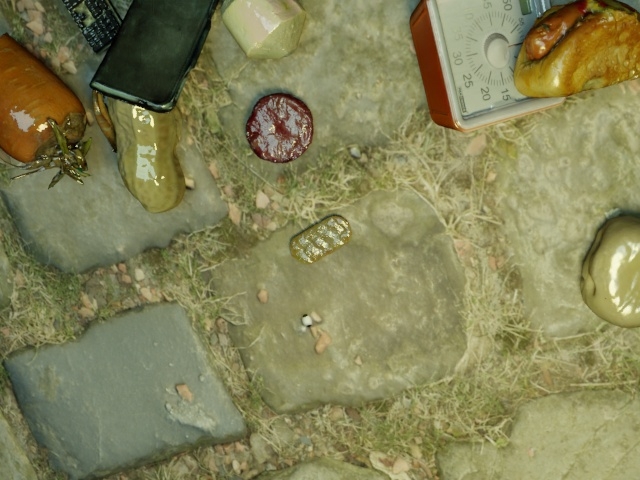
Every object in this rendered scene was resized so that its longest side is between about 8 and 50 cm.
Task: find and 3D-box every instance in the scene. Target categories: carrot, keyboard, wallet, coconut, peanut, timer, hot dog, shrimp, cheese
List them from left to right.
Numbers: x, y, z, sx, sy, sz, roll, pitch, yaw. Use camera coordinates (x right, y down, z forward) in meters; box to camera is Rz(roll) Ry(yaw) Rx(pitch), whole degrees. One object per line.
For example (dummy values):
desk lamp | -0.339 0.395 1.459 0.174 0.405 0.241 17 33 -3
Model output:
carrot | -0.614 -0.265 1.397 0.331 0.214 0.193 43 130 -4
keyboard | -0.528 -0.558 1.406 0.106 0.027 0.316 -31 94 17
shrimp | -0.459 -0.273 1.431 0.034 0.124 0.178 -10 145 1
peanut | -0.364 -0.209 1.397 0.149 0.149 0.313 0 104 12
wallet | -0.316 -0.410 1.318 0.173 0.045 0.317 18 75 2
coconut | -0.105 -0.426 1.292 0.147 0.147 0.152 -37 91 17
timer | 0.314 -0.349 1.218 0.250 0.161 0.257 -16 99 -4
hot dog | 0.459 -0.343 1.148 0.257 0.150 0.153 -16 109 -19
cheese | 0.613 0.058 1.265 0.235 0.117 0.218 -36 92 13

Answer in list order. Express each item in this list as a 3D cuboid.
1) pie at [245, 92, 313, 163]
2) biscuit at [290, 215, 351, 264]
pie | -0.086 -0.235 1.383 0.155 0.036 0.154 3 103 11
biscuit | 0.000 0.000 1.427 0.147 0.018 0.071 -30 96 17
